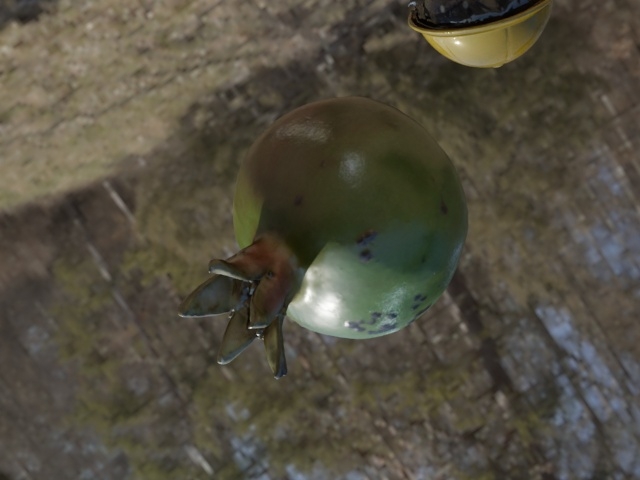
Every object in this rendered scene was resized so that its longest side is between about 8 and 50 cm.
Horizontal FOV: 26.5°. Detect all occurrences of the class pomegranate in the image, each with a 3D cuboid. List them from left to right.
[{"bbox_3d":[0.000,0.000,0.980,0.224,0.181,0.181,-36,-168,-36],"label":"pomegranate"}]

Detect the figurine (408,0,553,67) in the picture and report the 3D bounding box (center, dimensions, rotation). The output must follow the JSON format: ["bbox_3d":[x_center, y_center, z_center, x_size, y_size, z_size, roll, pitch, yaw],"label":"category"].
[{"bbox_3d":[0.193,-0.343,1.698,0.192,0.257,0.167,-15,175,19],"label":"figurine"}]
